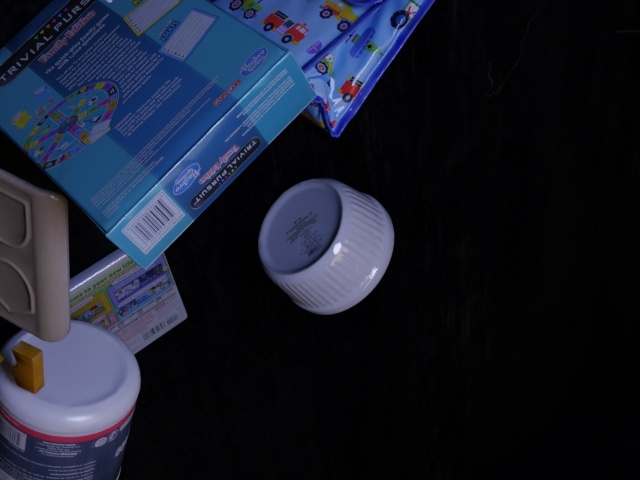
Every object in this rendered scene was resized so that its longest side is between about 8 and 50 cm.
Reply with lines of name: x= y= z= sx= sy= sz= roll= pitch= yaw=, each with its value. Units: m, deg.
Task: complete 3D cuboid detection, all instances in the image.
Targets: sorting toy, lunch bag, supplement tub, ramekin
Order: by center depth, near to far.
sorting toy: x=-0.385 y=0.029 z=1.175 sx=0.041 sy=0.229 sz=0.307 roll=-47 pitch=154 yaw=-49
lunch bag: x=0.021 y=-0.317 z=1.296 sx=0.293 sy=0.221 sz=0.138 roll=-49 pitch=143 yaw=-4
supplement tub: x=-0.361 y=0.260 z=1.390 sx=0.191 sy=0.191 sz=0.272 roll=-17 pitch=140 yaw=-38
ramekin: x=0.000 y=0.000 z=1.566 sx=0.207 sy=0.207 sz=0.109 roll=-53 pitch=135 yaw=2

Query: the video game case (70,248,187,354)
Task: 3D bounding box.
video game case: x=-0.306 y=0.106 z=1.475 sx=0.212 sy=0.023 sz=0.193 roll=-34 pitch=141 yaw=-20

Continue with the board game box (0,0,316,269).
board game box: x=-0.206 y=-0.160 z=1.092 sx=0.254 sy=0.336 sz=0.079 roll=-46 pitch=143 yaw=-7

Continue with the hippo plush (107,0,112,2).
hippo plush: x=-0.067 y=-0.369 z=0.899 sx=0.294 sy=0.237 sz=0.234 roll=-53 pitch=147 yaw=-23
